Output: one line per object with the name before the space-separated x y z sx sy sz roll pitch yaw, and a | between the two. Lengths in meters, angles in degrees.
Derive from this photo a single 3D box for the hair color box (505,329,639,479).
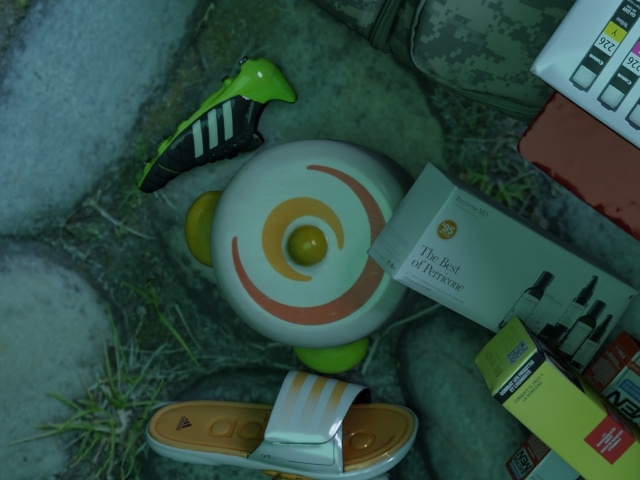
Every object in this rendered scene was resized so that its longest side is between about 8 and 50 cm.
hair color box | 0.258 0.176 1.568 0.093 0.053 0.167 36 102 -18

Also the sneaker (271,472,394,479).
sneaker | 0.027 0.355 1.616 0.131 0.112 0.296 -5 92 13

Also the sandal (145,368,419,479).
sandal | -0.043 0.166 1.619 0.265 0.102 0.076 0 127 14

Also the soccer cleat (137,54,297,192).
soccer cleat | -0.100 -0.098 1.652 0.179 0.060 0.072 -43 96 11

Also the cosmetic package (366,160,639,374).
cosmetic package | 0.164 0.028 1.521 0.239 0.060 0.099 27 100 -33

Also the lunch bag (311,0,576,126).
lunch bag | 0.162 -0.274 1.456 0.256 0.212 0.305 36 129 10

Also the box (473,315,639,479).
box | 0.236 0.168 1.489 0.232 0.087 0.058 42 99 -16

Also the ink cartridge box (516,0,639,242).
ink cartridge box | 0.322 -0.088 1.261 0.309 0.130 0.272 37 104 14

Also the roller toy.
roller toy | 0.000 0.000 1.586 0.191 0.146 0.209 -43 83 11
